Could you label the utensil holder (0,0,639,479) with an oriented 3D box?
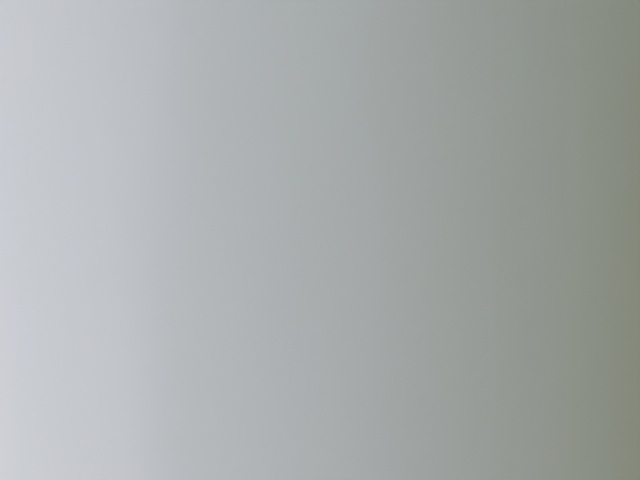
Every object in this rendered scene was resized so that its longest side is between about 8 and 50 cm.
[{"bbox_3d":[0.000,0.000,0.515,0.327,0.327,0.386,-44,-45,-63],"label":"utensil holder"}]
